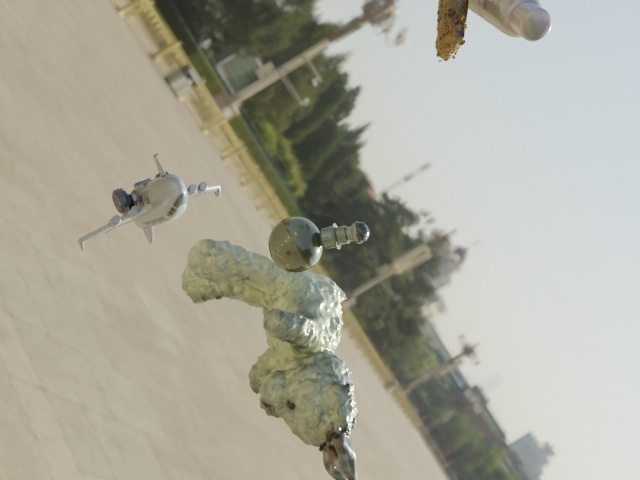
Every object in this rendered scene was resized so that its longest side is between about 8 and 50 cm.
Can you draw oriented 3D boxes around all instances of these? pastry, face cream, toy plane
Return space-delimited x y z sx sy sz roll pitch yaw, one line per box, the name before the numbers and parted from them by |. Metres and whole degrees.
pastry | 0.225 -0.372 1.710 0.080 0.056 0.140 106 -9 -62
face cream | 0.316 -0.407 1.726 0.082 0.082 0.269 59 0 -32
toy plane | -0.168 -0.039 1.020 0.065 0.162 0.171 63 -26 7

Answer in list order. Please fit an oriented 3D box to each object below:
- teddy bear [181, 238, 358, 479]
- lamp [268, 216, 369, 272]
teddy bear | -0.092 0.225 1.802 0.327 0.376 0.362 126 -24 -65
lamp | 0.000 0.000 1.623 0.091 0.163 0.091 -9 90 -75
